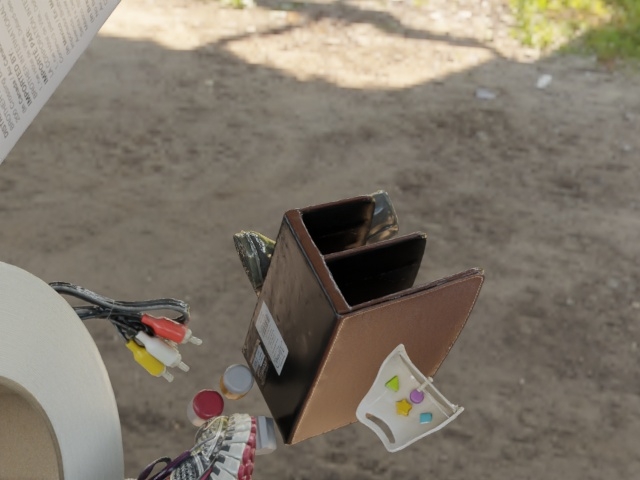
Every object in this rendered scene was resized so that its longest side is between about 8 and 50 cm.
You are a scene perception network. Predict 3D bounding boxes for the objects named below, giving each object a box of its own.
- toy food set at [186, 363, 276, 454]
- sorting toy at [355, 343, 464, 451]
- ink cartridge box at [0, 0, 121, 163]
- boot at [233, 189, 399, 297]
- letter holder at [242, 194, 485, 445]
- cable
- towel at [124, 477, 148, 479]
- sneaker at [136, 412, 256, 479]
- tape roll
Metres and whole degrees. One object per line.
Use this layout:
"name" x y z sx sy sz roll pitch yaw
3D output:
"toy food set" -0.103 0.261 1.515 0.111 0.232 0.104 -2 -18 -16
"sorting toy" 0.075 0.153 1.143 0.075 0.045 0.083 -40 74 -14
"ink cartridge box" -0.198 -0.204 0.579 0.151 0.270 0.396 10 50 18
"boot" -0.001 -0.002 1.598 0.208 0.076 0.190 -23 -17 -2
"letter holder" 0.050 0.089 1.528 0.214 0.302 0.152 -14 58 -24
"cable" -0.334 0.134 2.111 0.287 0.139 0.072 28 22 -25
"towel" -0.249 0.371 1.209 0.234 0.121 0.284 1 58 3
"sneaker" -0.124 0.227 1.038 0.112 0.121 0.299 13 21 6
"tape roll" -0.289 0.207 0.958 0.072 0.392 0.392 -2 21 26
